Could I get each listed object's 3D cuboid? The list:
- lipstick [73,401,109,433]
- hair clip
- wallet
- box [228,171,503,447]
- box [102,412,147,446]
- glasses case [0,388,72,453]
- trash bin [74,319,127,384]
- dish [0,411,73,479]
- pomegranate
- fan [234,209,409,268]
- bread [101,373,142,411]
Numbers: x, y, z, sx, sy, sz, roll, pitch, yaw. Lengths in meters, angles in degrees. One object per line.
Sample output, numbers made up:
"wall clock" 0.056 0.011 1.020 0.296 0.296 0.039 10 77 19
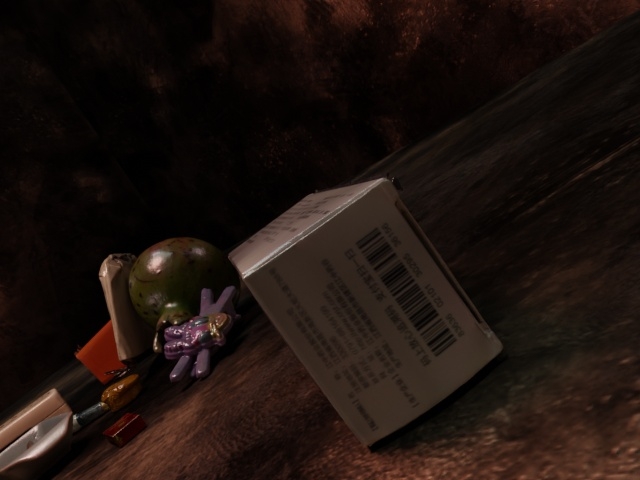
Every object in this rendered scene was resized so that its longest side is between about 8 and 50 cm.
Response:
"lipstick" -0.479 0.361 1.286 0.116 0.037 0.037 -30 8 0
"hair clip" -0.217 0.164 1.157 0.137 0.090 0.278 -8 15 10
"wallet" -0.444 0.165 1.460 0.068 0.275 0.335 -11 -1 0
"box" 0.017 0.051 0.622 0.145 0.173 0.333 -37 8 -8
"box" -0.314 0.302 0.995 0.051 0.023 0.082 -39 9 -31
"glasses case" -0.754 0.488 1.469 0.336 0.076 0.144 -38 9 -25
"trash bin" -0.538 0.253 1.686 0.238 0.184 0.161 -40 8 -7
"dish" -0.524 0.394 1.142 0.234 0.064 0.154 -27 10 46
"pomegranate" -0.282 0.129 1.360 0.242 0.242 0.306 -35 48 -6
"fan" 0.000 -0.001 1.336 0.414 0.012 0.233 -20 -12 21
"bread" -0.398 0.305 1.246 0.083 0.046 0.081 -29 6 38
